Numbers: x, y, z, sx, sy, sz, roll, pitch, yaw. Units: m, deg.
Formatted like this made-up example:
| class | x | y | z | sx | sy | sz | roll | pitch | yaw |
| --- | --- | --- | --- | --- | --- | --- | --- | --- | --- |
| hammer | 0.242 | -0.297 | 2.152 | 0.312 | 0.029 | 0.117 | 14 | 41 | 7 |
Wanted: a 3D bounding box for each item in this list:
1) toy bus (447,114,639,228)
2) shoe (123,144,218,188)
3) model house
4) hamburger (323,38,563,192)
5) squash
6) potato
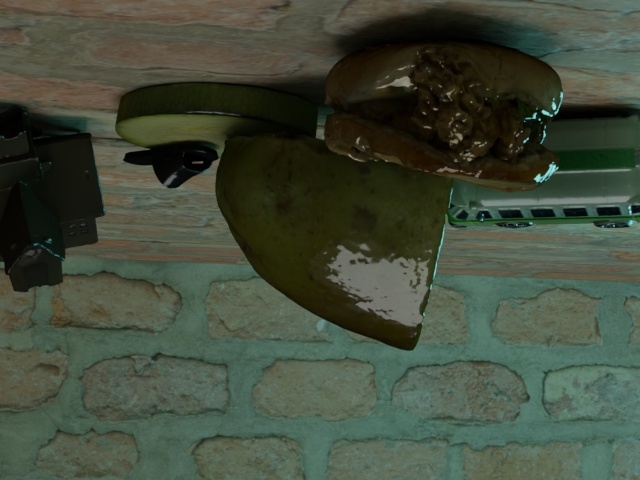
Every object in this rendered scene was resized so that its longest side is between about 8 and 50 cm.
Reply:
| class | x | y | z | sx | sy | sz | roll | pitch | yaw |
| --- | --- | --- | --- | --- | --- | --- | --- | --- | --- |
| toy bus | 0.283 | -0.087 | 1.773 | 0.276 | 0.134 | 0.164 | -2 | 173 | 16 |
| shoe | -0.193 | -0.091 | 1.815 | 0.159 | 0.053 | 0.062 | 1 | 169 | 42 |
| model house | -0.392 | -0.068 | 1.848 | 0.211 | 0.204 | 0.243 | -13 | 152 | -12 |
| hamburger | 0.122 | -0.129 | 1.430 | 0.243 | 0.146 | 0.286 | 6 | -178 | 16 |
| squash | -0.129 | -0.147 | 1.741 | 0.252 | 0.049 | 0.252 | 4 | 172 | 0 |
| potato | 0.000 | 0.000 | 1.700 | 0.280 | 0.213 | 0.330 | 12 | 175 | -1 |
